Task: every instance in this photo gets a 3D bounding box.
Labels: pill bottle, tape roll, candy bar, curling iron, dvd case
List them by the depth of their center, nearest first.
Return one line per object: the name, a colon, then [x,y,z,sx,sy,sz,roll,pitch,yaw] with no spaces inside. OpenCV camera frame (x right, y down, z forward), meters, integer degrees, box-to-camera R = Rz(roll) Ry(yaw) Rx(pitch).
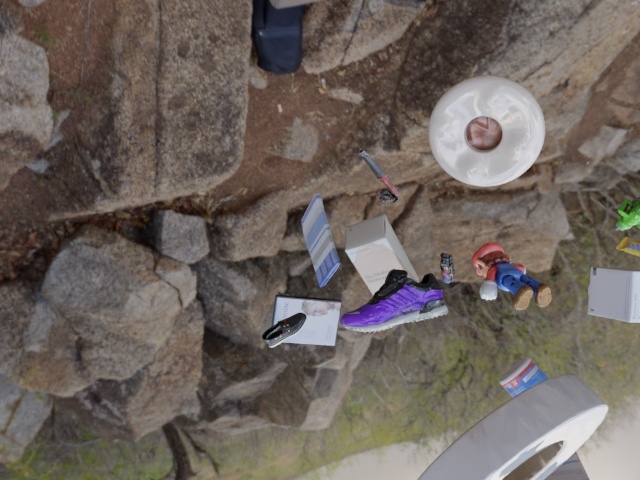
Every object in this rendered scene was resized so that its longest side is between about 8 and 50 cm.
tape roll: [0.321,0.384,0.868,0.392,0.072,0.392,-21,138,-20]
candy bar: [0.810,0.030,1.234,0.040,0.161,0.018,-48,118,-1]
pill bottle: [0.678,0.483,1.552,0.124,0.221,0.124,-38,162,-15]
curling iron: [0.190,-0.200,1.630,0.068,0.035,0.274,-29,140,11]
dvd case: [-0.054,0.299,1.880,0.253,0.022,0.180,6,101,-11]

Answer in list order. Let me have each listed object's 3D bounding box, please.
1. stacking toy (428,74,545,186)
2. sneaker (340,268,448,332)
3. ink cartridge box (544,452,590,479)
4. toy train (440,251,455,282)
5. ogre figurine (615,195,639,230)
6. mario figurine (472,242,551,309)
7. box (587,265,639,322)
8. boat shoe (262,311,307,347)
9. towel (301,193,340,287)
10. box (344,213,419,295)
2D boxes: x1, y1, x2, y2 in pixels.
stacking toy: [0.595,-0.421,1.713,0.480,0.350,0.350,-45,167,-50]
sneaker: [0.186,0.152,1.338,0.293,0.146,0.102,-11,180,-11]
ink cartridge box: [0.754,0.784,1.510,0.131,0.226,0.306,-16,170,19]
toy train: [0.289,0.066,1.145,0.027,0.036,0.158,12,164,21]
ogre figurine: [0.902,-0.088,1.412,0.118,0.097,0.197,-38,-177,-15]
mario figurine: [0.624,0.138,1.697,0.198,0.320,0.170,31,104,-27]
box: [1.073,0.190,1.794,0.119,0.182,0.181,3,92,-18]
boat shoe: [-0.096,0.236,1.353,0.133,0.049,0.042,-35,134,-2]
towel: [0.000,0.000,1.783,0.034,0.285,0.209,-6,153,-22]
box: [0.207,0.078,1.654,0.148,0.121,0.311,-20,126,21]
